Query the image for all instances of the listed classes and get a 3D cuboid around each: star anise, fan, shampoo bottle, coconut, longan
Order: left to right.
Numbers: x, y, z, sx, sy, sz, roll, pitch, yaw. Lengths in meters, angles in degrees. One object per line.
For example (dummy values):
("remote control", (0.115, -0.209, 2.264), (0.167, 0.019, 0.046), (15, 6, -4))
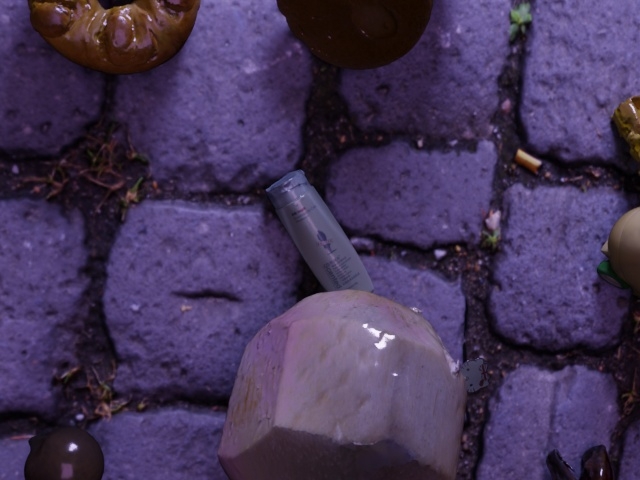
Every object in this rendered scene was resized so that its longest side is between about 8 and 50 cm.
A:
("longan", (-0.351, 0.305, 0.960), (0.113, 0.092, 0.113), (2, 99, 11))
("shampoo bottle", (0.000, 0.000, 1.027), (0.072, 0.049, 0.212), (-34, 103, -3))
("coconut", (0.033, 0.259, 0.941), (0.353, 0.352, 0.352), (-2, 97, -13))
("fan", (0.234, 0.221, 1.135), (0.083, 0.004, 0.055), (-14, 100, -11))
("star anise", (0.433, 0.473, 1.159), (0.212, 0.129, 0.282), (-30, 94, -15))

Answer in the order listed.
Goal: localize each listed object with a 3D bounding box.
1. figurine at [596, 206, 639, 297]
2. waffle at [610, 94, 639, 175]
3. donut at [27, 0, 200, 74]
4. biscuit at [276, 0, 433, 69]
("figurine", (0.579, 0.062, 1.086), (0.325, 0.222, 0.124), (37, 85, -15))
("waffle", (0.596, -0.128, 1.095), (0.229, 0.057, 0.219), (-5, 64, -13))
("donut", (-0.257, -0.319, 0.891), (0.227, 0.114, 0.226), (-2, 97, -14))
("biscuit", (0.051, -0.317, 0.940), (0.181, 0.208, 0.049), (50, 44, -32))
